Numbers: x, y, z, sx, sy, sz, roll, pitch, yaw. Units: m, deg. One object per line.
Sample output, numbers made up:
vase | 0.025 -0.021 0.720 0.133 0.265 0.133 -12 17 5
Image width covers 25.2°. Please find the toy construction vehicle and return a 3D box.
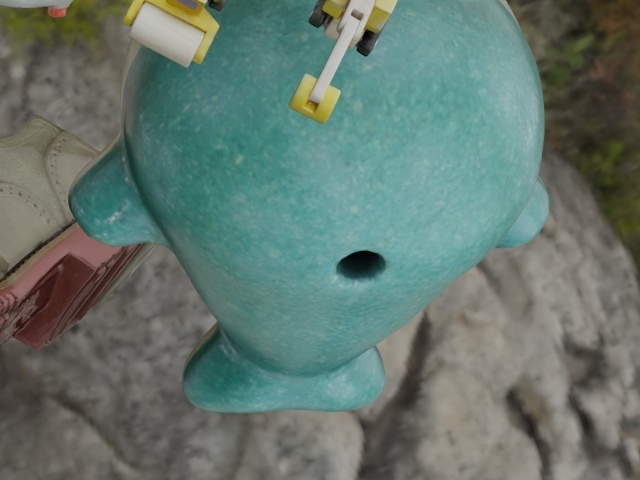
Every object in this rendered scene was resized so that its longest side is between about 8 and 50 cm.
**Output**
toy construction vehicle | -0.014 -0.092 0.466 0.086 0.035 0.098 31 57 -6

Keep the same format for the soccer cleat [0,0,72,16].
soccer cleat | -0.123 -0.178 0.711 0.196 0.068 0.076 -67 169 -52

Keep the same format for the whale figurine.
whale figurine | 0.000 0.000 0.623 0.216 0.272 0.141 1 42 -12

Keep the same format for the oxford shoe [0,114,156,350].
oxford shoe | -0.228 0.023 0.789 0.130 0.123 0.348 45 31 6
